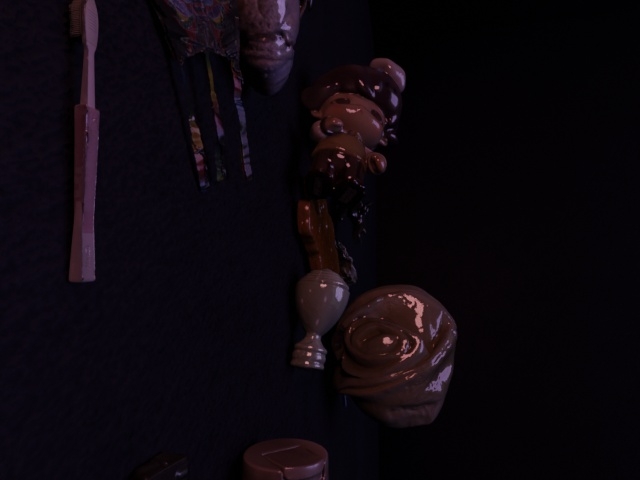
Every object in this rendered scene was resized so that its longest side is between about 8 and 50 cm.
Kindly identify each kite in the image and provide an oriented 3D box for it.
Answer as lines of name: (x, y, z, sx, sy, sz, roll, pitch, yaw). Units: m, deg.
kite: (-0.116, -0.191, 0.442, 0.152, 0.015, 0.285, -39, 130, -53)

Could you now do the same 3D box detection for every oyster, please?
oyster: (0.062, 0.069, 1.202, 0.125, 0.064, 0.177, -101, 174, -70)

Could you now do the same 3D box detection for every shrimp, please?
shrimp: (-0.068, -0.359, 0.519, 0.145, 0.117, 0.342, -62, 157, -64)

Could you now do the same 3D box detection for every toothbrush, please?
toothbrush: (-0.160, -0.069, 0.284, 0.014, 0.017, 0.194, 6, 83, -79)

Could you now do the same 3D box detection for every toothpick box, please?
toothpick box: (-0.045, 0.356, 0.526, 0.111, 0.111, 0.180, 27, 63, -76)

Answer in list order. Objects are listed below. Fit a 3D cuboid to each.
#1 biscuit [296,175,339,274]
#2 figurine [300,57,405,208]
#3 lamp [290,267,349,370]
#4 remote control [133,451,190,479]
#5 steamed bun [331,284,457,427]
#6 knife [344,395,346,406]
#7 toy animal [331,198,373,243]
biscuit: (-0.003, 0.000, 0.939, 0.186, 0.044, 0.295, -74, 157, -46)
figurine: (0.057, -0.241, 0.875, 0.365, 0.218, 0.206, -72, 166, -54)
lamp: (-0.007, 0.145, 0.788, 0.106, 0.106, 0.192, 58, 42, -67)
remote control: (-0.132, 0.304, 0.334, 0.063, 0.025, 0.245, 33, 56, -74)
steamed bun: (0.170, 0.291, 1.118, 0.255, 0.343, 0.367, 36, 56, -43)
knife: (0.073, 0.472, 1.291, 0.027, 0.010, 0.096, -67, 155, -64)
toy animal: (0.091, -0.115, 1.220, 0.146, 0.115, 0.244, -53, 140, -70)
